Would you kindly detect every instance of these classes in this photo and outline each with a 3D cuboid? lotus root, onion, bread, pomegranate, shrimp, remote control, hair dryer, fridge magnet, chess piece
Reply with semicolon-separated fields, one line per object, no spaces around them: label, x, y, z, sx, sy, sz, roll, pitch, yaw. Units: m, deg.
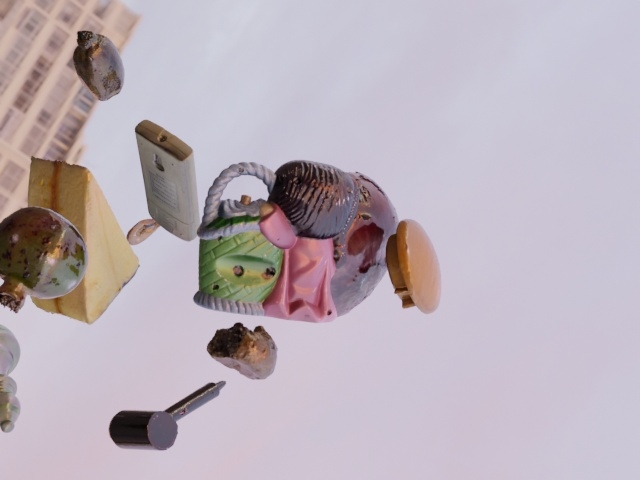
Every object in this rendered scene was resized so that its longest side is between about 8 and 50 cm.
lotus root;-0.247;-0.196;1.063;0.049;0.099;0.054;16;-118;14
onion;0.000;0.000;1.482;0.219;0.252;0.252;34;-92;30
bread;-0.097;0.148;1.286;0.113;0.082;0.060;-4;-126;55
pomegranate;-0.360;0.020;1.208;0.130;0.130;0.130;-36;-146;29
bread;-0.471;0.001;1.733;0.167;0.264;0.163;11;-131;30
shrimp;-0.382;-0.030;2.095;0.108;0.059;0.023;-41;-121;-18
remote control;-0.230;-0.086;1.457;0.038;0.098;0.233;-50;162;-27
hair dryer;-0.269;0.308;1.762;0.114;0.071;0.248;-7;-166;36
fridge magnet;0.137;0.038;1.388;0.063;0.143;0.143;-17;-137;22
chess piece;-0.652;0.291;1.918;0.139;0.139;0.272;-50;-138;7

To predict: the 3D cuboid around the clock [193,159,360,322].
clock;-0.052;-0.005;1.153;0.100;0.193;0.196;-152;-107;-67
